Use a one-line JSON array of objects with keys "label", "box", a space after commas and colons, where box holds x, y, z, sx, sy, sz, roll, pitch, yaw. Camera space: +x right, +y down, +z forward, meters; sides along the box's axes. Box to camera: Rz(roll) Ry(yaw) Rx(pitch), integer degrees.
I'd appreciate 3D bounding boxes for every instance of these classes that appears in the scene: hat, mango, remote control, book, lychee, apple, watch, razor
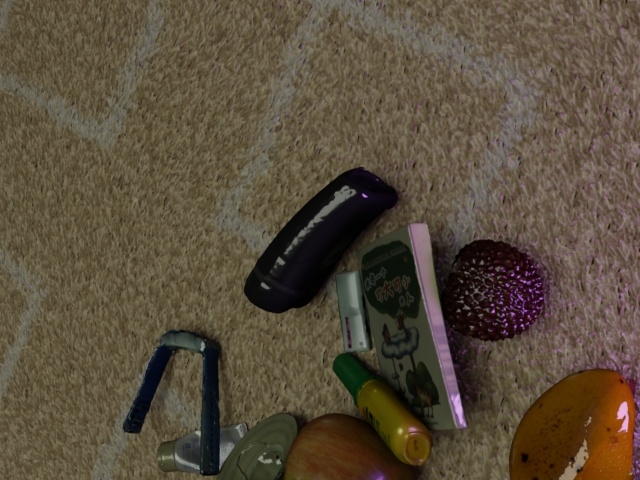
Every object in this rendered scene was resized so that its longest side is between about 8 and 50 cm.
[{"label": "hat", "box": [-0.104, 0.495, 1.680, 0.252, 0.252, 0.110, -36, 112, 25]}, {"label": "mango", "box": [0.421, 0.341, 1.336, 0.290, 0.160, 0.191, -66, 26, 8]}, {"label": "remote control", "box": [0.064, 0.148, 1.650, 0.065, 0.029, 0.166, -11, 82, 30]}, {"label": "book", "box": [0.161, 0.173, 1.504, 0.260, 0.043, 0.370, 147, 114, -65]}, {"label": "lychee", "box": [0.307, 0.089, 1.422, 0.188, 0.188, 0.188, -2, 86, 32]}, {"label": "apple", "box": [0.054, 0.466, 1.512, 0.264, 0.264, 0.264, -2, 86, 32]}, {"label": "watch", "box": [-0.299, 0.351, 1.805, 0.276, 0.068, 0.274, 16, 80, 33]}, {"label": "razor", "box": [-0.002, -0.001, 1.600, 0.113, 0.204, 0.349, 47, 109, 19]}]

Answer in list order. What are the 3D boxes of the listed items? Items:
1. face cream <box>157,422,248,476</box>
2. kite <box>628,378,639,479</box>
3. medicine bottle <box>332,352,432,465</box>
[{"label": "face cream", "box": [-0.259, 0.485, 1.823, 0.224, 0.070, 0.114, -11, 82, 18]}, {"label": "kite", "box": [0.558, 0.417, 1.334, 0.204, 0.022, 0.360, 12, 97, 32]}, {"label": "medicine bottle", "box": [0.109, 0.307, 1.522, 0.076, 0.111, 0.309, -32, 32, -9]}]
